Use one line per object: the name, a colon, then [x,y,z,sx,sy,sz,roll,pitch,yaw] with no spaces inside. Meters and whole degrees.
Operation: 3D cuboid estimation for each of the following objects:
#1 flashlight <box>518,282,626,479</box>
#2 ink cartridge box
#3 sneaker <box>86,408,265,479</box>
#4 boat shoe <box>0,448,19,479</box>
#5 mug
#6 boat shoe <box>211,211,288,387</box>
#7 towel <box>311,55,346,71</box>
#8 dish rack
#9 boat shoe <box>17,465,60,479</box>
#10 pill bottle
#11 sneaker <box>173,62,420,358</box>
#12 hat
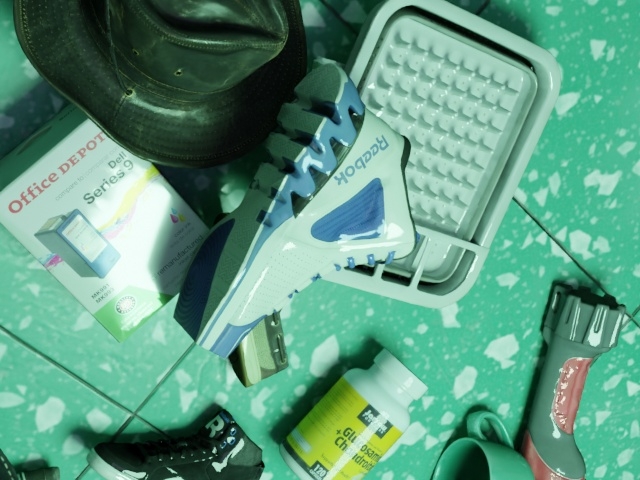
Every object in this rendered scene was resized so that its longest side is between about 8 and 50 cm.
flashlight: [0.336,0.218,1.485,0.103,0.103,0.304,6,107,-24]
ink cartridge box: [-0.227,-0.024,1.155,0.154,0.093,0.212,-41,117,-5]
sneaker: [-0.160,0.243,1.298,0.217,0.079,0.121,29,92,-38]
boat shoe: [-0.396,0.086,1.073,0.156,0.187,0.500,-24,112,-8]
mug: [0.228,0.321,1.459,0.097,0.129,0.158,17,105,-27]
boat shoe: [-0.076,0.063,1.266,0.073,0.080,0.223,-17,120,-23]
towel: [-0.013,-0.128,1.215,0.023,0.113,0.152,26,101,15]
dish rack: [0.108,-0.101,1.271,0.285,0.072,0.333,16,103,-33]
boat shoe: [-0.308,0.363,1.271,0.070,0.078,0.219,-13,112,-18]
pill bottle: [0.044,0.224,1.359,0.184,0.103,0.103,-48,120,-1]
sneaker: [0.001,-0.001,1.134,0.182,0.127,0.315,30,95,-27]
hat: [-0.117,-0.232,1.062,0.331,0.134,0.331,1,89,-35]
